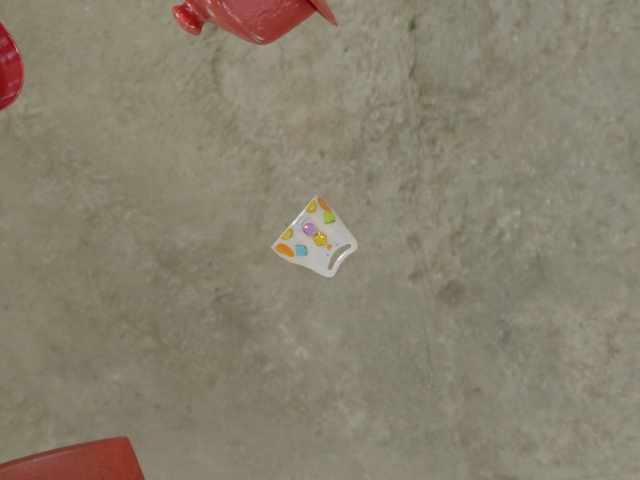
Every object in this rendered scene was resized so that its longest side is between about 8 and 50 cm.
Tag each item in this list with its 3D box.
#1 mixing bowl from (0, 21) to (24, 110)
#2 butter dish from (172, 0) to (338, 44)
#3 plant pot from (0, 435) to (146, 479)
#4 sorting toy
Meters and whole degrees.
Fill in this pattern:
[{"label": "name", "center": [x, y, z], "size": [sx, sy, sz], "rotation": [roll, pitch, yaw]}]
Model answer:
[{"label": "mixing bowl", "center": [-0.508, -0.234, 1.137], "size": [0.098, 0.181, 0.181], "rotation": [-23, 114, 36]}, {"label": "butter dish", "center": [-0.088, -0.240, 0.776], "size": [0.118, 0.160, 0.160], "rotation": [-46, 148, 7]}, {"label": "plant pot", "center": [-0.306, 0.375, 0.815], "size": [0.236, 0.267, 0.267], "rotation": [11, 119, -38]}, {"label": "sorting toy", "center": [0.000, 0.000, 0.951], "size": [0.075, 0.045, 0.083], "rotation": [41, 82, -2]}]
